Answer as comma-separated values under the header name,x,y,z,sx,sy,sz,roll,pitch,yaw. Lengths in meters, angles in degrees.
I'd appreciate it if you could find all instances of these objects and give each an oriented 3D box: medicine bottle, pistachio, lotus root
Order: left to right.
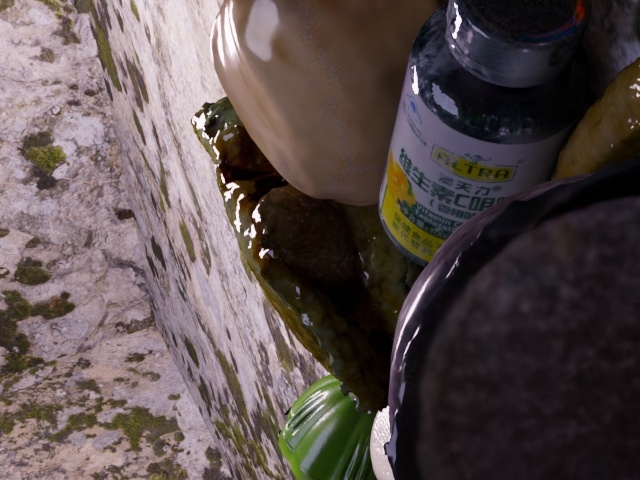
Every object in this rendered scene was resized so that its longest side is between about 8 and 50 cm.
name,x,y,z,sx,sy,sz,roll,pitch,yaw
pistachio,0.017,-0.184,1.106,0.238,0.229,0.321,14,137,23
lotus root,0.050,0.239,1.589,0.186,0.186,0.186,162,90,-74
medicine bottle,0.133,-0.099,0.947,0.293,0.141,0.141,99,148,-57

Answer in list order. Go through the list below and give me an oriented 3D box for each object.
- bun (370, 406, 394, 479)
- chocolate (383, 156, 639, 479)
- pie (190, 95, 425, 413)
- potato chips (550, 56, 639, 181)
name,x,y,z,sx,sy,sz,roll,pitch,yaw
bun,0.130,0.250,1.429,0.138,0.094,0.138,-29,52,47
chocolate,0.187,0.082,0.801,0.213,0.303,0.303,-101,-3,-77
pie,-0.002,0.000,1.425,0.395,0.180,0.418,60,176,-30
potato chips,0.227,-0.073,0.814,0.407,0.057,0.080,119,134,-68
